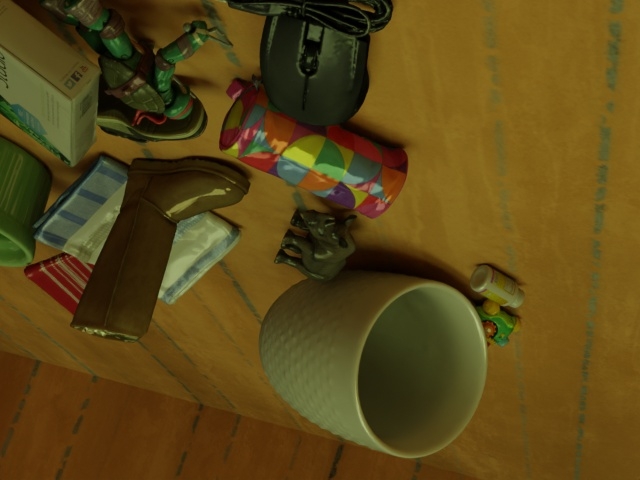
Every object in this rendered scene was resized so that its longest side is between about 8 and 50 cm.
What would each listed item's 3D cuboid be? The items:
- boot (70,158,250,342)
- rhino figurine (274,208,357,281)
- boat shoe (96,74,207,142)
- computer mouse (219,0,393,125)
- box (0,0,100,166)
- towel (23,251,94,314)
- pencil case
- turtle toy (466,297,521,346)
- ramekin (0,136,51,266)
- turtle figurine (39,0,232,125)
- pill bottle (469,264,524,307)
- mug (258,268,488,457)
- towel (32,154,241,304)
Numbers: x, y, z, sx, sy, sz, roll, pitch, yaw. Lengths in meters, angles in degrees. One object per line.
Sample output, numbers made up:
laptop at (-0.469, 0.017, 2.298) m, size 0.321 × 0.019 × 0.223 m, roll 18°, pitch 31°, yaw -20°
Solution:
boot at (-0.231, 0.020, 1.826) m, size 0.236 × 0.269 × 0.089 m, roll 2°, pitch 158°, yaw 40°
rhino figurine at (0.000, 0.000, 1.874) m, size 0.106 × 0.073 × 0.243 m, roll 23°, pitch 160°, yaw -2°
boat shoe at (-0.225, -0.165, 1.610) m, size 0.224 × 0.080 × 0.073 m, roll 12°, pitch 167°, yaw 34°
computer mouse at (-0.017, -0.190, 1.346) m, size 0.189 × 0.072 × 0.272 m, roll 14°, pitch 161°, yaw 9°
box at (-0.399, -0.233, 1.453) m, size 0.322 × 0.058 × 0.232 m, roll 38°, pitch 161°, yaw 1°
towel at (-0.349, 0.037, 2.143) m, size 0.275 × 0.031 × 0.199 m, roll -23°, pitch 154°, yaw 3°
pencil case at (-0.009, -0.113, 1.526) m, size 0.236 × 0.104 × 0.104 m, roll 26°, pitch 160°, yaw -21°
turtle toy at (0.260, 0.140, 2.041) m, size 0.130 × 0.066 × 0.095 m, roll -1°, pitch 154°, yaw 43°
ramekin at (-0.593, -0.084, 2.056) m, size 0.303 × 0.148 × 0.303 m, roll 16°, pitch 162°, yaw 5°
turtle figurine at (-0.200, -0.210, 1.406) m, size 0.175 × 0.118 × 0.234 m, roll -2°, pitch 147°, yaw 46°
pill bottle at (0.267, 0.071, 1.874) m, size 0.083 × 0.043 × 0.043 m, roll 29°, pitch 158°, yaw -29°
mug at (0.088, 0.211, 2.047) m, size 0.328 × 0.276 × 0.374 m, roll 9°, pitch 149°, yaw 52°
towel at (-0.294, -0.010, 2.015) m, size 0.285 × 0.034 × 0.209 m, roll 30°, pitch 124°, yaw -31°
